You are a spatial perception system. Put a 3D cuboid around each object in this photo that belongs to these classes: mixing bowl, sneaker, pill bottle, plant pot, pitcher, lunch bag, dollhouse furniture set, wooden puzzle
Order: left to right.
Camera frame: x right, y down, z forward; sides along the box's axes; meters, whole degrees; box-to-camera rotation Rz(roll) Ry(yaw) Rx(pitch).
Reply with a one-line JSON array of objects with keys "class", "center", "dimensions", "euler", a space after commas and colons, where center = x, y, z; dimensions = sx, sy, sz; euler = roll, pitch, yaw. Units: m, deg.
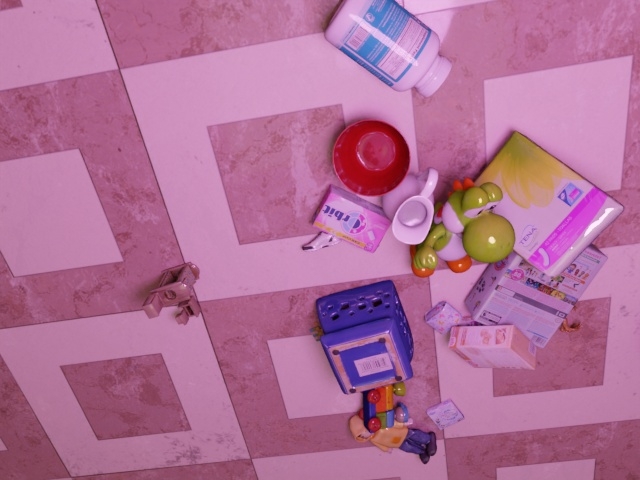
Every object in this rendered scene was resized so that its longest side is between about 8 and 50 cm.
[{"class": "dollhouse furniture set", "center": [-0.374, 0.177, 1.445], "dimensions": [0.101, 0.182, 0.160], "euler": [-18, 116, 10]}, {"class": "wooden puzzle", "center": [-0.001, 0.276, 1.586], "dimensions": [0.049, 0.006, 0.083], "euler": [-23, 115, 13]}, {"class": "sneaker", "center": [0.000, 0.000, 1.428], "dimensions": [0.109, 0.040, 0.043], "euler": [-19, 99, 7]}, {"class": "plant pot", "center": [0.128, 0.277, 1.465], "dimensions": [0.236, 0.212, 0.235], "euler": [-16, 114, 10]}, {"class": "mixing bowl", "center": [0.126, -0.205, 1.268], "dimensions": [0.182, 0.098, 0.181], "euler": [4, 112, 11]}, {"class": "pill bottle", "center": [0.150, -0.419, 1.137], "dimensions": [0.264, 0.146, 0.146], "euler": [32, 114, -15]}, {"class": "pitcher", "center": [0.222, -0.107, 1.264], "dimensions": [0.126, 0.207, 0.177], "euler": [22, 111, -7]}, {"class": "lunch bag", "center": [0.353, 0.217, 1.521], "dimensions": [0.071, 0.053, 0.083], "euler": [37, 122, -14]}]

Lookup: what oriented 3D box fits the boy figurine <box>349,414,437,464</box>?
[{"class": "boy figurine", "center": [0.233, 0.626, 1.719], "dimensions": [0.285, 0.092, 0.177], "euler": [22, 122, -13]}]

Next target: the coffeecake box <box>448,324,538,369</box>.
[{"class": "coffeecake box", "center": [0.468, 0.292, 1.450], "dimensions": [0.186, 0.068, 0.142], "euler": [-11, 140, 46]}]

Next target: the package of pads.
[{"class": "package of pads", "center": [0.508, -0.081, 1.258], "dimensions": [0.296, 0.101, 0.229], "euler": [45, 115, 21]}]

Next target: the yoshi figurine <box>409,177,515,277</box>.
[{"class": "yoshi figurine", "center": [0.334, 0.009, 1.238], "dimensions": [0.203, 0.203, 0.362], "euler": [31, 157, 7]}]

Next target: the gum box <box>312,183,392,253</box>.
[{"class": "gum box", "center": [0.086, -0.054, 1.378], "dimensions": [0.189, 0.062, 0.107], "euler": [24, 116, -11]}]

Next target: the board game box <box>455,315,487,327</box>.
[{"class": "board game box", "center": [0.469, 0.263, 1.556], "dimensions": [0.154, 0.026, 0.103], "euler": [-11, 117, 7]}]

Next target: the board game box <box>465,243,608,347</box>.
[{"class": "board game box", "center": [0.567, 0.110, 1.420], "dimensions": [0.224, 0.097, 0.303], "euler": [23, 112, -10]}]

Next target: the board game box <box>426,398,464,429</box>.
[{"class": "board game box", "center": [0.404, 0.562, 1.719], "dimensions": [0.090, 0.020, 0.090], "euler": [-31, 113, 17]}]

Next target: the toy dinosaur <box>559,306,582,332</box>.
[{"class": "toy dinosaur", "center": [0.675, 0.235, 1.527], "dimensions": [0.112, 0.064, 0.211], "euler": [27, 107, 8]}]

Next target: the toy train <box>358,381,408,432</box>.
[{"class": "toy train", "center": [0.197, 0.456, 1.638], "dimensions": [0.144, 0.105, 0.247], "euler": [-3, 95, -15]}]
